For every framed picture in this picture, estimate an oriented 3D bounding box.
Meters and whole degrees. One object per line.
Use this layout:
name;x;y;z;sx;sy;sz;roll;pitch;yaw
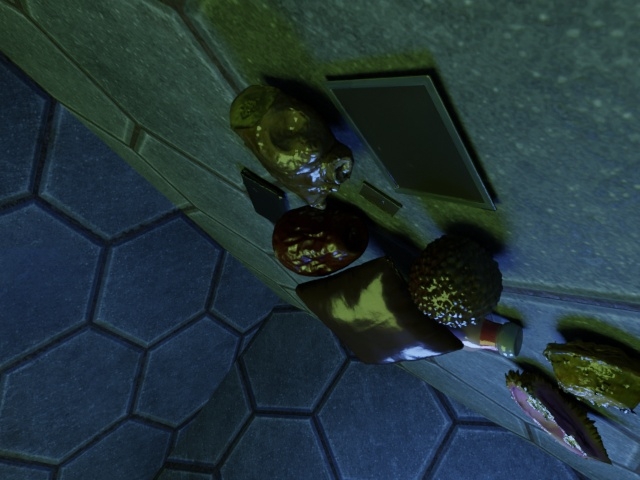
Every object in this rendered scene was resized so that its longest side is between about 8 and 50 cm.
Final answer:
framed picture;0.115;-0.079;0.891;0.089;0.006;0.066;34;166;5
framed picture;0.129;-0.138;0.653;0.197;0.014;0.252;18;159;48

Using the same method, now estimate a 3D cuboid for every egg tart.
egg tart;0.531;0.264;0.873;0.213;0.090;0.212;25;164;8

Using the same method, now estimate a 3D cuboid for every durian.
durian;0.649;0.467;1.275;0.341;0.112;0.191;43;175;0

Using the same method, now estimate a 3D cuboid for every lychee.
lychee;0.239;0.079;0.807;0.165;0.165;0.197;24;134;38

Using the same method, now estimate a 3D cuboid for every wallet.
wallet;-0.154;-0.109;1.355;0.146;0.030;0.285;28;164;10

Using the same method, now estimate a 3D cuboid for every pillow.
pillow;0.131;0.184;1.074;0.306;0.108;0.307;-22;116;44

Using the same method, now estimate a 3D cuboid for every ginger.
ginger;-0.025;-0.143;0.785;0.219;0.123;0.270;28;174;37

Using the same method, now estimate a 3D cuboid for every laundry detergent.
laundry detergent;0.311;0.211;1.111;0.336;0.087;0.159;7;147;38

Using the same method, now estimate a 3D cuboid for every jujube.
jujube;0.000;0.000;1.084;0.190;0.189;0.255;42;156;-27

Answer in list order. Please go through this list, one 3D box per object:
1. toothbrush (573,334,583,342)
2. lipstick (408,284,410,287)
toothbrush;0.535;0.242;0.960;0.219;0.019;0.016;55;-165;-53
lipstick;0.261;0.122;1.155;0.054;0.053;0.234;35;161;1
